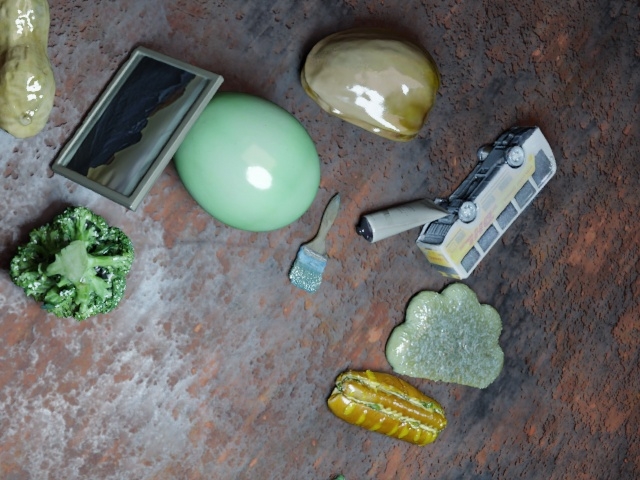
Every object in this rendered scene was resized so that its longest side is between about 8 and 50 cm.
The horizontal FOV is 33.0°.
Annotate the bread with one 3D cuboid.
[{"bbox_3d":[0.263,0.186,2.157,0.286,0.056,0.207,9,90,-31],"label":"bread"}]

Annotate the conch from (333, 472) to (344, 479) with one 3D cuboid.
[{"bbox_3d":[0.001,0.530,2.013,0.095,0.079,0.201,18,100,-41],"label":"conch"}]

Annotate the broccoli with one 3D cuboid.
[{"bbox_3d":[-0.393,0.037,1.731,0.195,0.156,0.195,0,82,2],"label":"broccoli"}]

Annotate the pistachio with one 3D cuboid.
[{"bbox_3d":[0.097,-0.303,1.990,0.260,0.163,0.213,21,61,-15],"label":"pistachio"}]

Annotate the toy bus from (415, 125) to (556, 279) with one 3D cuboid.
[{"bbox_3d":[0.337,-0.081,2.160,0.342,0.097,0.138,-47,115,-19],"label":"toy bus"}]

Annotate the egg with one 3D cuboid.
[{"bbox_3d":[-0.126,-0.135,1.829,0.269,0.220,0.220,33,76,-17],"label":"egg"}]

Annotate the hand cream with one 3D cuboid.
[{"bbox_3d":[0.152,-0.042,2.075,0.186,0.087,0.054,-18,121,-23],"label":"hand cream"}]

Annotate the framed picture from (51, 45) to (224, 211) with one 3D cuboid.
[{"bbox_3d":[-0.301,-0.189,1.759,0.265,0.192,0.018,-59,150,-14],"label":"framed picture"}]

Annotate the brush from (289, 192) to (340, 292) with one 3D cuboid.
[{"bbox_3d":[0.000,0.000,2.019,0.070,0.021,0.196,28,78,-29],"label":"brush"}]

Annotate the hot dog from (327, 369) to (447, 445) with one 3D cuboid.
[{"bbox_3d":[0.136,0.321,2.084,0.269,0.072,0.115,20,74,-28],"label":"hot dog"}]

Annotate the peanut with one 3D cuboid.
[{"bbox_3d":[-0.469,-0.292,1.694,0.101,0.117,0.263,-2,90,-49],"label":"peanut"}]
